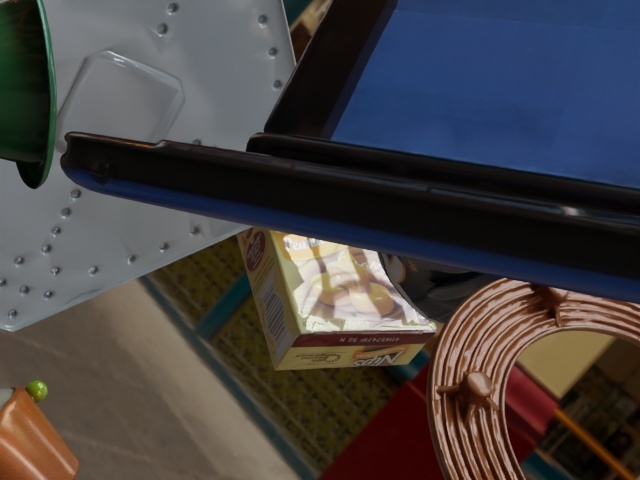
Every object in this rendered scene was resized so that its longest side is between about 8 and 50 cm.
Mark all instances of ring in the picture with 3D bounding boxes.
[{"bbox_3d":[0.236,0.149,0.746,0.336,0.032,0.337,14,46,-15],"label":"ring"}]

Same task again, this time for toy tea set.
[{"bbox_3d":[-0.309,0.231,0.770,0.124,0.200,0.336,48,13,-13],"label":"toy tea set"}]

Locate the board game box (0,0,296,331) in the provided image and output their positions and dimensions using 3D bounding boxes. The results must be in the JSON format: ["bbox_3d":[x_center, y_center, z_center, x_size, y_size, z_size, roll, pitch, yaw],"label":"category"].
[{"bbox_3d":[-0.211,-0.136,1.032,0.050,0.390,0.390,48,-23,48],"label":"board game box"}]

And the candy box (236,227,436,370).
[{"bbox_3d":[0.000,0.000,1.247,0.183,0.087,0.316,2,53,-29],"label":"candy box"}]

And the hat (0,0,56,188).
[{"bbox_3d":[-0.303,-0.114,0.756,0.183,0.173,0.208,-6,18,-25],"label":"hat"}]

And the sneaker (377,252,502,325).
[{"bbox_3d":[0.111,-0.016,0.855,0.127,0.126,0.321,42,-13,49],"label":"sneaker"}]

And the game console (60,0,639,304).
[{"bbox_3d":[0.076,-0.080,0.465,0.293,0.173,0.250,11,4,29],"label":"game console"}]
